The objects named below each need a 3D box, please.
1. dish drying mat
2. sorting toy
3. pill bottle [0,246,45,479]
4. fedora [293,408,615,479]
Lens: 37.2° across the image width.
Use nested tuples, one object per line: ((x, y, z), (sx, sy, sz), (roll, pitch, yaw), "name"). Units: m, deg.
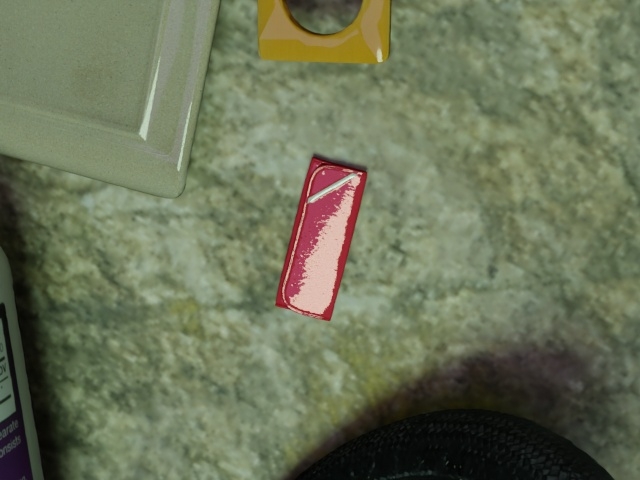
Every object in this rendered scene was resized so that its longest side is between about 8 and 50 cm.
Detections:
((0.000, 0.000, 0.503), (0.032, 0.008, 0.083), (15, 102, 4), "dish drying mat")
((-0.132, -0.134, 0.477), (0.347, 0.047, 0.196), (15, 109, 7), "sorting toy")
((-0.231, 0.107, 0.465), (0.181, 0.181, 0.323), (-5, 99, 8), "pill bottle")
((0.058, 0.253, 0.450), (0.152, 0.334, 0.334), (33, 106, -34), "fedora")
